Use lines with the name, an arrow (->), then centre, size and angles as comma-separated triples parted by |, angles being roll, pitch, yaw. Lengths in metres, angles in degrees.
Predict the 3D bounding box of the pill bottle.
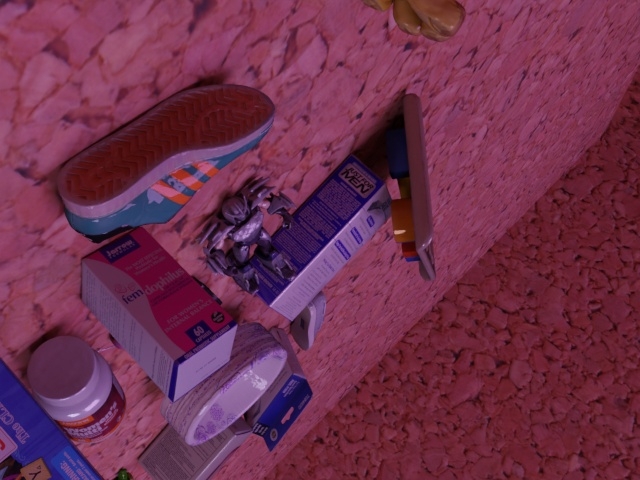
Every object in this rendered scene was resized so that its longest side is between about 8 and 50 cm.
pill bottle -> -0.384, 0.238, 1.267 | 0.121, 0.121, 0.221 | -40, 161, -21

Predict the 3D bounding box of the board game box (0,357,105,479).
board game box -> -0.459, 0.300, 0.937 | 0.318, 0.319, 0.066 | -41, -168, -20

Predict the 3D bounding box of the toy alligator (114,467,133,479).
toy alligator -> -0.489, 0.621, 1.939 | 0.056, 0.051, 0.190 | -24, 151, -49

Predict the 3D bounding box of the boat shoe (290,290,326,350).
boat shoe -> -0.022, 0.209, 2.092 | 0.081, 0.079, 0.228 | -32, 154, -27

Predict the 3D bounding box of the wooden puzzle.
wooden puzzle -> 0.191, -0.098, 1.699 | 0.080, 0.322, 0.348 | -5, 165, 7

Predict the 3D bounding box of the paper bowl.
paper bowl -> -0.218, 0.286, 1.699 | 0.284, 0.148, 0.284 | -42, 161, -18

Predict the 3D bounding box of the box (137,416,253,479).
box -> -0.304, 0.501, 1.954 | 0.232, 0.148, 0.127 | -48, 162, 5

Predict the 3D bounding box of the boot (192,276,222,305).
boot -> -0.241, 0.124, 1.476 | 0.099, 0.045, 0.121 | -48, 155, -6

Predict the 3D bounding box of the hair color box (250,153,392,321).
hair color box -> 0.000, 0.000, 1.663 | 0.339, 0.110, 0.185 | -45, 161, -2

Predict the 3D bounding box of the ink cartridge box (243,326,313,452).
ink cartridge box -> -0.124, 0.371, 1.991 | 0.045, 0.224, 0.223 | 15, 120, -36

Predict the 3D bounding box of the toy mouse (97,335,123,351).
toy mouse -> -0.301, 0.157, 1.378 | 0.160, 0.031, 0.143 | -10, 141, -32

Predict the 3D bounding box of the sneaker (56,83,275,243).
sneaker -> -0.193, -0.100, 1.035 | 0.302, 0.108, 0.121 | -30, 157, -22

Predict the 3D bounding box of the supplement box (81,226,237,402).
supplement box -> -0.238, 0.104, 1.161 | 0.111, 0.220, 0.114 | -35, 157, -35

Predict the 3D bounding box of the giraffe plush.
giraffe plush -> 0.141, -0.403, 1.114 | 0.210, 0.181, 0.171 | 31, 91, -37

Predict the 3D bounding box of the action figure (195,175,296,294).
action figure -> -0.121, -0.001, 1.407 | 0.185, 0.099, 0.285 | -34, 156, -10
